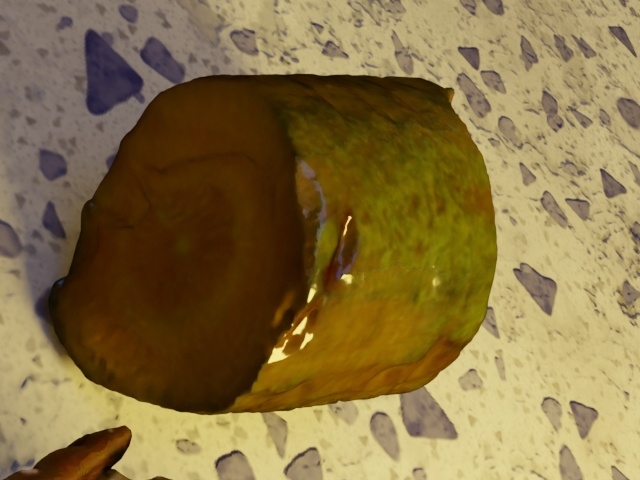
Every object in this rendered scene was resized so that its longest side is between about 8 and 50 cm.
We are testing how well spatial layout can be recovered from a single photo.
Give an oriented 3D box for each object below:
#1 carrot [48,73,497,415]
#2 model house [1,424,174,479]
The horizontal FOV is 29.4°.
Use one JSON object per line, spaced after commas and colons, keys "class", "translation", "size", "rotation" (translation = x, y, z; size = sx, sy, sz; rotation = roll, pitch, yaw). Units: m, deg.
{"class": "carrot", "translation": [0.000, 0.000, 0.883], "size": [0.340, 0.241, 0.241], "rotation": [-5, 67, -46]}
{"class": "model house", "translation": [-0.131, 0.225, 0.612], "size": [0.229, 0.199, 0.220], "rotation": [29, 35, -28]}
